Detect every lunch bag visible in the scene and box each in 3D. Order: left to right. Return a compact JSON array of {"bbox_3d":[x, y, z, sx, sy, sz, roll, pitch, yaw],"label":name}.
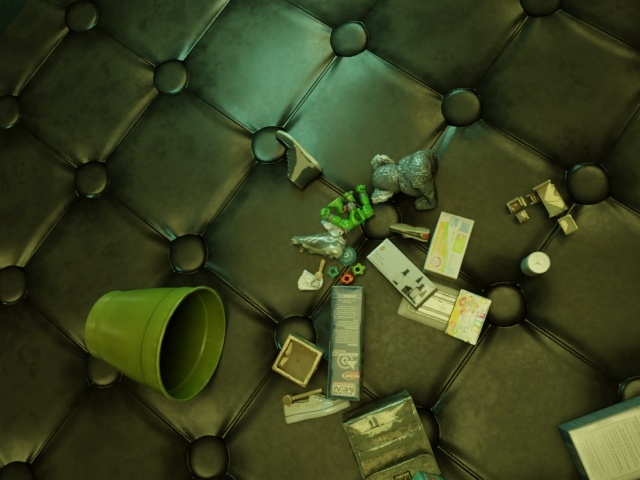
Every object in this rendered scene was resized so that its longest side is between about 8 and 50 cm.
[{"bbox_3d":[0.220,0.647,1.682,0.235,0.169,0.287,-21,85,0],"label":"lunch bag"}]

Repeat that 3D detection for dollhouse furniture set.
[{"bbox_3d":[0.737,-0.080,1.798,0.160,0.101,0.182,-31,76,27],"label":"dollhouse furniture set"}]

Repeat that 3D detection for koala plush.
[{"bbox_3d":[0.275,-0.214,1.832,0.221,0.203,0.197,-1,79,20],"label":"koala plush"}]

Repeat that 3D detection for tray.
[{"bbox_3d":[0.406,0.222,1.802,0.270,0.030,0.145,19,82,11],"label":"tray"}]

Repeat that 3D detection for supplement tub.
[{"bbox_3d":[0.692,0.077,1.748,0.070,0.107,0.071,-1,79,8],"label":"supplement tub"}]

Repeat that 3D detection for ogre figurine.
[{"bbox_3d":[0.102,-0.101,1.866,0.197,0.097,0.118,-29,79,-44],"label":"ogre figurine"}]

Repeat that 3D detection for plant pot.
[{"bbox_3d":[-0.558,0.307,1.784,0.352,0.366,0.367,7,80,22],"label":"plant pot"}]

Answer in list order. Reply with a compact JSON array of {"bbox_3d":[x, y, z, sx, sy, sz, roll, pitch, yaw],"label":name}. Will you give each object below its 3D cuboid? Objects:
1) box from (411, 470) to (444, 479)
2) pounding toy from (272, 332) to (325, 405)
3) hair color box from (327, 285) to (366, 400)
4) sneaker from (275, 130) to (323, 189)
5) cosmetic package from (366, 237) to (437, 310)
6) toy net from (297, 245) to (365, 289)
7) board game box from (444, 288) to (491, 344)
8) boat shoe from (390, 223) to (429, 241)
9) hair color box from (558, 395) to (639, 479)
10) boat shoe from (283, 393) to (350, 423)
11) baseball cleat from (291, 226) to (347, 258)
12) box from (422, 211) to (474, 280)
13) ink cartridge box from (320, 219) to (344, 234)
[{"bbox_3d":[0.283,0.817,1.635,0.100,0.060,0.244,22,104,-23],"label":"box"},{"bbox_3d":[-0.064,0.443,1.796,0.181,0.094,0.206,27,88,10],"label":"pounding toy"},{"bbox_3d":[0.087,0.328,1.752,0.105,0.174,0.348,1,79,9],"label":"hair color box"},{"bbox_3d":[-0.107,-0.290,1.941,0.118,0.083,0.222,-45,78,-2],"label":"sneaker"},{"bbox_3d":[0.270,0.110,1.805,0.099,0.060,0.239,-42,66,-4],"label":"cosmetic package"},{"bbox_3d":[0.033,0.118,1.868,0.232,0.045,0.122,-32,79,3],"label":"toy net"},{"bbox_3d":[0.477,0.247,1.757,0.103,0.026,0.154,21,83,11],"label":"board game box"},{"bbox_3d":[0.304,-0.027,1.855,0.136,0.049,0.043,10,121,9],"label":"boat shoe"},{"bbox_3d":[0.939,0.586,1.617,0.374,0.113,0.186,-22,78,4],"label":"hair color box"},{"bbox_3d":[-0.017,0.537,1.774,0.226,0.083,0.076,-17,79,5],"label":"boat shoe"},{"bbox_3d":[0.000,0.000,1.871,0.205,0.072,0.110,17,71,27],"label":"baseball cleat"},{"bbox_3d":[0.422,0.023,1.798,0.114,0.103,0.203,17,82,10],"label":"box"},{"bbox_3d":[0.046,-0.047,1.902,0.048,0.028,0.083,-40,77,1],"label":"ink cartridge box"}]
